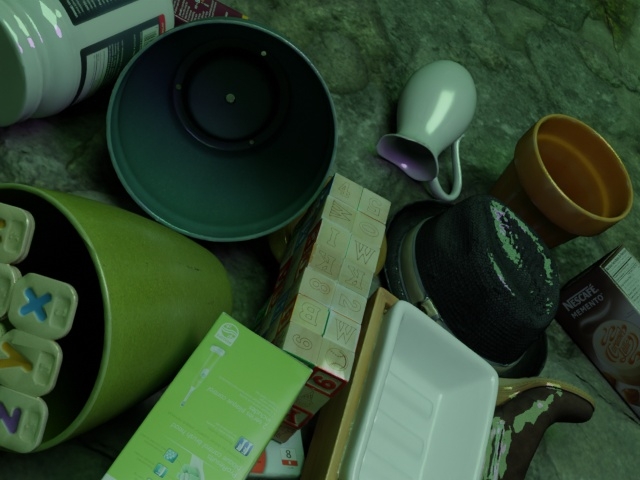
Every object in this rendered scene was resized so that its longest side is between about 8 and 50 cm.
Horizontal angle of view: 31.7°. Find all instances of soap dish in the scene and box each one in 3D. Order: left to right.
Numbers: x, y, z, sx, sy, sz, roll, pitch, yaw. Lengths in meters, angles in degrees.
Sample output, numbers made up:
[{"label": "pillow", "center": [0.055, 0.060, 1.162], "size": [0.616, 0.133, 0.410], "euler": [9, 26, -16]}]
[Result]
[{"label": "soap dish", "center": [0.100, 0.241, 1.421], "size": [0.229, 0.118, 0.291], "euler": [38, 52, -27]}]

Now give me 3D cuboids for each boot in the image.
[{"label": "boot", "center": [0.271, 0.294, 1.573], "size": [0.248, 0.090, 0.207], "euler": [10, 62, -13]}]

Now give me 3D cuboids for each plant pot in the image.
[{"label": "plant pot", "center": [-0.236, 0.076, 1.261], "size": [0.293, 0.275, 0.275], "euler": [-2, 60, -57]}, {"label": "plant pot", "center": [-0.124, -0.170, 1.512], "size": [0.293, 0.293, 0.196], "euler": [33, 19, -13]}, {"label": "plant pot", "center": [0.371, -0.071, 1.847], "size": [0.205, 0.188, 0.205], "euler": [20, 49, -24]}]

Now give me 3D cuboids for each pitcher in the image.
[{"label": "pitcher", "center": [0.195, -0.181, 1.859], "size": [0.178, 0.125, 0.207], "euler": [48, 51, -28]}]

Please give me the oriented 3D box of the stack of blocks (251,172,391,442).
[{"label": "stack of blocks", "center": [-0.013, 0.081, 1.408], "size": [0.087, 0.171, 0.297], "euler": [28, 47, -12]}]

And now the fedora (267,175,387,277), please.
[{"label": "fedora", "center": [0.000, 0.000, 1.596], "size": [0.194, 0.079, 0.194], "euler": [13, 59, -22]}]

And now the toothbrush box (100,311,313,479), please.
[{"label": "toothbrush box", "center": [-0.148, 0.248, 1.181], "size": [0.122, 0.206, 0.283], "euler": [34, 52, 3]}]

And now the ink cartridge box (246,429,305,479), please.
[{"label": "ink cartridge box", "center": [-0.096, 0.212, 1.398], "size": [0.145, 0.045, 0.179], "euler": [11, 57, -32]}]

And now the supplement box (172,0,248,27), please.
[{"label": "supplement box", "center": [-0.214, -0.313, 1.644], "size": [0.188, 0.104, 0.081], "euler": [26, 47, -20]}]

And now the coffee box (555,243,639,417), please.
[{"label": "coffee box", "center": [0.505, 0.148, 1.825], "size": [0.246, 0.141, 0.098], "euler": [50, 44, 6]}]

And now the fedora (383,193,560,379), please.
[{"label": "fedora", "center": [0.255, 0.052, 1.698], "size": [0.334, 0.152, 0.334], "euler": [20, 50, -25]}]

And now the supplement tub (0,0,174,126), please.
[{"label": "supplement tub", "center": [-0.339, -0.272, 1.458], "size": [0.191, 0.191, 0.272], "euler": [49, 44, 3]}]

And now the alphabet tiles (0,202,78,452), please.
[{"label": "alphabet tiles", "center": [-0.377, 0.093, 1.126], "size": [0.278, 0.284, 0.021], "euler": [14, 0, 18]}]
